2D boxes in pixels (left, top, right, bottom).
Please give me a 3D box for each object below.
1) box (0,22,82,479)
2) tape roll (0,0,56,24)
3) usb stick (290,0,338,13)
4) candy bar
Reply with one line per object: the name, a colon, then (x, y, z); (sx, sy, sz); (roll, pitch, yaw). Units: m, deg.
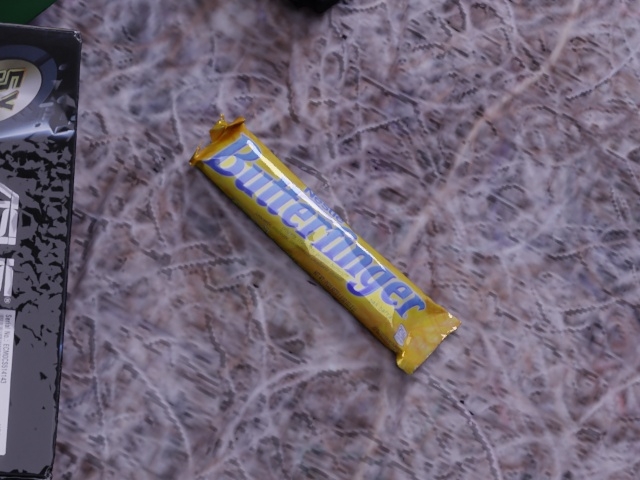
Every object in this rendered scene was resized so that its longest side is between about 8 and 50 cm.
box: (-0.146, 0.018, 0.544); (0.077, 0.147, 0.180); (4, 73, -12)
tape roll: (-0.235, -0.233, 0.592); (0.321, 0.077, 0.321); (3, 76, -11)
usb stick: (-0.077, -0.236, 0.686); (0.278, 0.045, 0.077); (45, 69, 2)
candy bar: (0.000, 0.000, 0.653); (0.161, 0.018, 0.040); (44, 70, 1)
